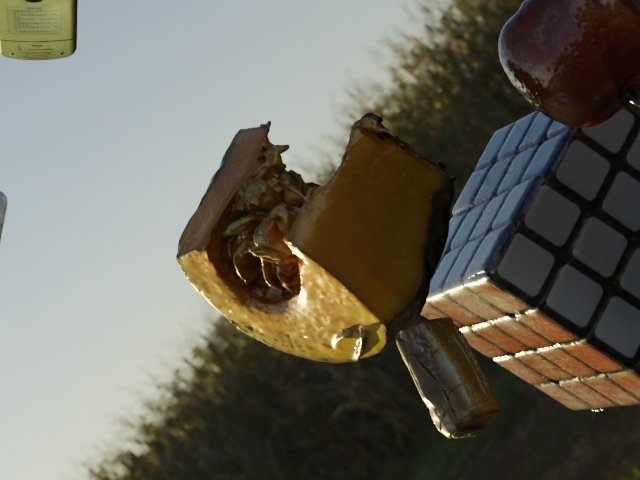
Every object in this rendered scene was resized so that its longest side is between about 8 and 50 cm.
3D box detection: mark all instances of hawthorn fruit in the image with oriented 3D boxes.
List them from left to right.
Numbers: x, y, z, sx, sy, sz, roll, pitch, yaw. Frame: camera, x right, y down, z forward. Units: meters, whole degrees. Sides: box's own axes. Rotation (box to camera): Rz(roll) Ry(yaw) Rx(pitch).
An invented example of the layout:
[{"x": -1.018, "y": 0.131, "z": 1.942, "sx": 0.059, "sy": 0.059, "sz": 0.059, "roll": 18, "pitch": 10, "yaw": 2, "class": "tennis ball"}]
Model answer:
[{"x": 0.295, "y": -0.193, "z": 1.469, "sx": 0.157, "sy": 0.194, "sz": 0.157, "roll": -40, "pitch": -15, "yaw": -13, "class": "hawthorn fruit"}]

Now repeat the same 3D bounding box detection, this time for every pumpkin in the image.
[{"x": 0.000, "y": 0.000, "z": 1.629, "sx": 0.303, "sy": 0.256, "sz": 0.225, "roll": -1, "pitch": 46, "yaw": 42, "class": "pumpkin"}]

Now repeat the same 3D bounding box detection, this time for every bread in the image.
[{"x": 0.133, "y": 0.142, "z": 1.407, "sx": 0.074, "sy": 0.132, "sz": 0.053, "roll": -5, "pitch": -30, "yaw": -49, "class": "bread"}]

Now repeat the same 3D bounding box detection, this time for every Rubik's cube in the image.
[{"x": 0.384, "y": 0.023, "z": 1.989, "sx": 0.337, "sy": 0.343, "sz": 0.344, "roll": -60, "pitch": 11, "yaw": -17, "class": "Rubik's cube"}]

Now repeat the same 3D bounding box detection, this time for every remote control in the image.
[{"x": -0.326, "y": -0.264, "z": 1.534, "sx": 0.233, "sy": 0.098, "sz": 0.038, "roll": 126, "pitch": 139, "yaw": -73, "class": "remote control"}]

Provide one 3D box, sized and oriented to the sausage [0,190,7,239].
[{"x": -0.387, "y": -0.019, "z": 1.578, "sx": 0.033, "sy": 0.033, "sz": 0.269, "roll": -52, "pitch": 18, "yaw": 6, "class": "sausage"}]
